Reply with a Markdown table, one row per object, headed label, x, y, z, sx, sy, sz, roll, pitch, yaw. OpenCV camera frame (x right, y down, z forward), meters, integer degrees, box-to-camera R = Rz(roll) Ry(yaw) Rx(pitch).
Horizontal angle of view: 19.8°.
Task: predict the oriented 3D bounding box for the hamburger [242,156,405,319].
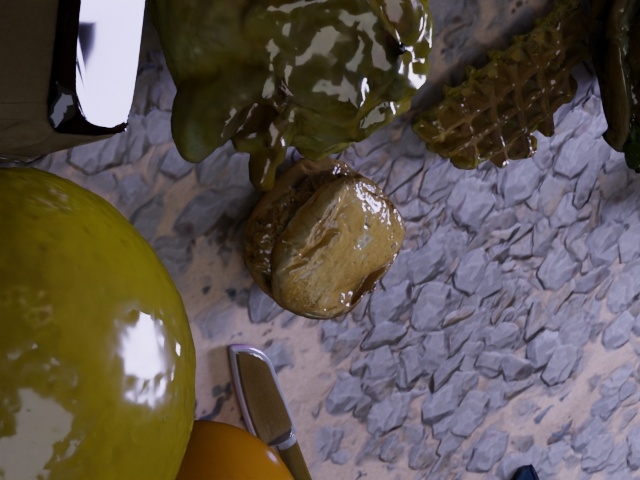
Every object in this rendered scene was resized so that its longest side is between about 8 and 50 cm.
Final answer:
| label | x | y | z | sx | sy | sz | roll | pitch | yaw |
| --- | --- | --- | --- | --- | --- | --- | --- | --- | --- |
| hamburger | 0.000 | 0.000 | 1.631 | 0.138 | 0.083 | 0.147 | -53 | 137 | -3 |

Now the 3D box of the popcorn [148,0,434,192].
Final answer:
| label | x | y | z | sx | sy | sz | roll | pitch | yaw |
| --- | --- | --- | --- | --- | --- | --- | --- | --- | --- |
| popcorn | -0.018 | -0.166 | 1.429 | 0.233 | 0.192 | 0.266 | 34 | 77 | -40 |

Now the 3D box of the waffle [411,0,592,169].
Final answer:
| label | x | y | z | sx | sy | sz | roll | pitch | yaw |
| --- | --- | --- | --- | --- | --- | --- | --- | --- | --- |
| waffle | 0.176 | -0.149 | 1.700 | 0.161 | 0.046 | 0.192 | 20 | 103 | -45 |

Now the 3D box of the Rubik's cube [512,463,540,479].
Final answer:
| label | x | y | z | sx | sy | sz | roll | pitch | yaw |
| --- | --- | --- | --- | --- | --- | --- | --- | --- | --- |
| Rubik's cube | 0.208 | 0.338 | 2.032 | 0.190 | 0.211 | 0.178 | -8 | 101 | -7 |

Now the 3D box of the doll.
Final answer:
| label | x | y | z | sx | sy | sz | roll | pitch | yaw |
| --- | --- | --- | --- | --- | --- | --- | --- | --- | --- |
| doll | -0.124 | 0.227 | 1.617 | 0.213 | 0.213 | 0.236 | -24 | 91 | -25 |

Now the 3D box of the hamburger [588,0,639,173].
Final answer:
| label | x | y | z | sx | sy | sz | roll | pitch | yaw |
| --- | --- | --- | --- | --- | --- | --- | --- | --- | --- |
| hamburger | 0.308 | -0.183 | 1.717 | 0.206 | 0.130 | 0.183 | 91 | 17 | -50 |

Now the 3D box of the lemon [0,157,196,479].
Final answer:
| label | x | y | z | sx | sy | sz | roll | pitch | yaw |
| --- | --- | --- | --- | --- | --- | --- | --- | --- | --- |
| lemon | -0.250 | 0.100 | 1.315 | 0.348 | 0.348 | 0.348 | -20 | 128 | -28 |

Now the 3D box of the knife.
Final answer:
| label | x | y | z | sx | sy | sz | roll | pitch | yaw |
| --- | --- | --- | --- | --- | --- | --- | --- | --- | --- |
| knife | -0.043 | 0.186 | 1.757 | 0.046 | 0.022 | 0.256 | -31 | 132 | -14 |

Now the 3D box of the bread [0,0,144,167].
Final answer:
| label | x | y | z | sx | sy | sz | roll | pitch | yaw |
| --- | --- | --- | --- | --- | --- | --- | --- | --- | --- |
| bread | -0.224 | -0.163 | 1.250 | 0.142 | 0.212 | 0.224 | -1 | 101 | -57 |
